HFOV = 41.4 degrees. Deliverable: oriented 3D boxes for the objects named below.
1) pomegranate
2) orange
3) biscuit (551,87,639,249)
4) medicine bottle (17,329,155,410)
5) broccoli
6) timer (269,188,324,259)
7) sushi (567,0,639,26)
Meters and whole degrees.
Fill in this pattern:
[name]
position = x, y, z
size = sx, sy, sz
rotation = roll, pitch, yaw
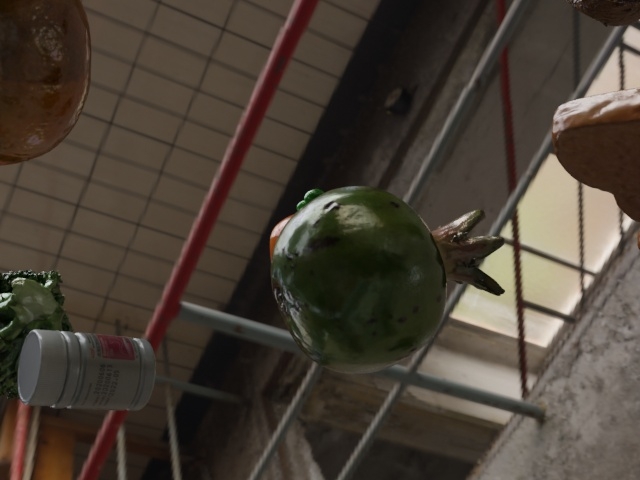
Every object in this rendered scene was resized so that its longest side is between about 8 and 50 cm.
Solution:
[pomegranate]
position = 0.065, 0.031, 0.813
size = 0.181, 0.224, 0.182
rotation = 167, 90, -69
[orange]
position = -0.341, -0.194, 0.849
size = 0.171, 0.240, 0.240
rotation = -26, -30, -59
[biscuit]
position = 0.306, -0.054, 0.499
size = 0.043, 0.283, 0.306
rotation = -65, 6, -29
[medicine bottle]
position = -0.180, 0.101, 0.654
size = 0.058, 0.091, 0.058
rotation = -19, 66, 52
[broccoli]
position = -0.395, 0.110, 1.071
size = 0.156, 0.195, 0.196
rotation = -44, 35, 50
[timer]
position = 0.000, 0.000, 1.027
size = 0.099, 0.136, 0.136
rotation = -29, 47, 61
[sushi]
position = 0.275, -0.231, 0.794
size = 0.047, 0.099, 0.050
rotation = 104, -178, -45
